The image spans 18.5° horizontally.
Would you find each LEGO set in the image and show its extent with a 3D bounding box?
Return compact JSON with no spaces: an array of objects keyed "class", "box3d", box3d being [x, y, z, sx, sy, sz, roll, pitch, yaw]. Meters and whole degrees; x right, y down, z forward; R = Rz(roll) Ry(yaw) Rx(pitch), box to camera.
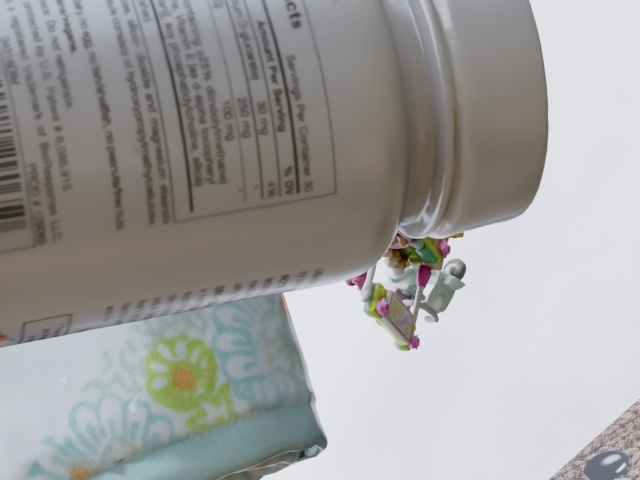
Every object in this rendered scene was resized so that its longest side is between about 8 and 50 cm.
[{"class":"LEGO set","box3d":[0.000,0.000,1.426,0.287,0.132,0.107,31,-118,-34]}]

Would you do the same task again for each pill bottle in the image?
[{"class":"pill bottle","box3d":[-0.059,-0.050,0.827,0.283,0.160,0.160,-10,-49,-16]}]

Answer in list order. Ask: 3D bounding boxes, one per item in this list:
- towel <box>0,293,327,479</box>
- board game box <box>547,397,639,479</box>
[{"class":"towel","box3d":[-0.216,0.039,1.163,0.374,0.320,0.090,-20,-12,4]},{"class":"board game box","box3d":[0.365,0.344,2.187,0.291,0.232,0.141,-39,-49,-17]}]
